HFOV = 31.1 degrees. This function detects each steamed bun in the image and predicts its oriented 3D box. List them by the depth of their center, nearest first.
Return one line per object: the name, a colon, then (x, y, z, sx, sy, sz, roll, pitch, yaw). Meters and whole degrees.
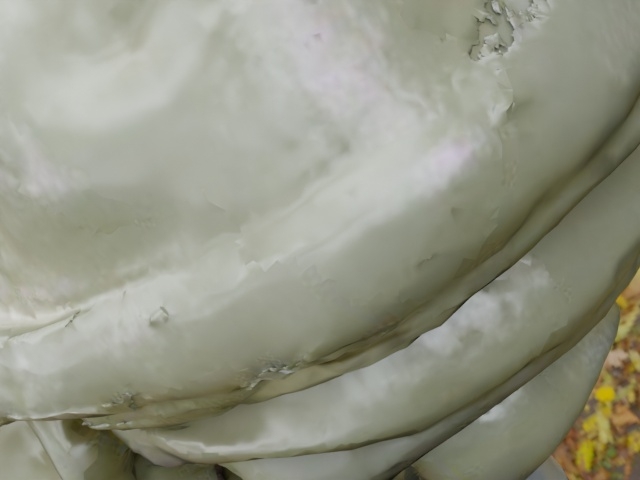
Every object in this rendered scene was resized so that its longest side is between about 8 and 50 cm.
steamed bun: (0.000, 0.000, 0.468, 0.352, 0.339, 0.247, -36, 74, 42)

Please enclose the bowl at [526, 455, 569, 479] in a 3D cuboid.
bowl: (0.035, 0.118, 0.627, 0.189, 0.086, 0.189, -15, 18, 5)
